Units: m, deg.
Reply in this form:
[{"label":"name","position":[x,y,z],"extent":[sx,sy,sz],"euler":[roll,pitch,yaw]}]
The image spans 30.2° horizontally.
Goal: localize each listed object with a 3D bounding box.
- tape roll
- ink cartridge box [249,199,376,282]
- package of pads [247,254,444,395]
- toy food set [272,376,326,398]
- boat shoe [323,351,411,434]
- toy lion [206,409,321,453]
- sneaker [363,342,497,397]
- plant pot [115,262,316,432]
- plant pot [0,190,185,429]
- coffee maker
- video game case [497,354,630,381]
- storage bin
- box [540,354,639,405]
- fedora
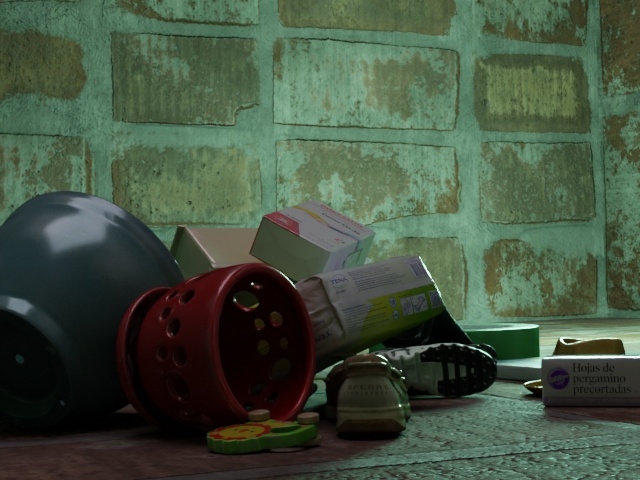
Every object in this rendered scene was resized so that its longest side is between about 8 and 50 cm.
[{"label":"tape roll","position":[0.251,0.200,2.233],"extent":[0.321,0.077,0.321],"euler":[-2,-2,0]},{"label":"ink cartridge box","position":[0.000,0.000,1.701],"extent":[0.115,0.067,0.198],"euler":[29,21,18]},{"label":"package of pads","position":[-0.018,0.121,1.572],"extent":[0.296,0.101,0.229],"euler":[-31,-13,38]},{"label":"toy food set","position":[-0.048,0.222,1.734],"extent":[0.122,0.019,0.078],"euler":[-10,3,-37]},{"label":"boat shoe","position":[0.058,0.171,1.396],"extent":[0.104,0.089,0.285],"euler":[-2,-2,-4]},{"label":"toy lion","position":[-0.062,0.200,1.214],"extent":[0.100,0.034,0.096],"euler":[-2,5,31]},{"label":"sneaker","position":[0.133,0.185,1.695],"extent":[0.234,0.078,0.106],"euler":[-3,1,-9]},{"label":"plant pot","position":[-0.126,0.132,1.359],"extent":[0.174,0.191,0.191],"euler":[-13,-8,33]},{"label":"plant pot","position":[-0.332,0.110,1.465],"extent":[0.293,0.293,0.196],"euler":[-2,25,25]},{"label":"coffee maker","position":[0.166,0.140,1.814],"extent":[0.171,0.120,0.178],"euler":[-11,-28,17]},{"label":"video game case","position":[0.423,0.213,1.994],"extent":[0.285,0.025,0.204],"euler":[0,-2,-34]},{"label":"storage bin","position":[-0.113,0.111,1.786],"extent":[0.262,0.260,0.123],"euler":[-1,34,-37]},{"label":"box","position":[0.446,0.177,1.502],"extent":[0.324,0.063,0.067],"euler":[-2,-3,18]},{"label":"fedora","position":[0.379,0.177,1.680],"extent":[0.194,0.079,0.194],"euler":[-2,-1,0]}]
